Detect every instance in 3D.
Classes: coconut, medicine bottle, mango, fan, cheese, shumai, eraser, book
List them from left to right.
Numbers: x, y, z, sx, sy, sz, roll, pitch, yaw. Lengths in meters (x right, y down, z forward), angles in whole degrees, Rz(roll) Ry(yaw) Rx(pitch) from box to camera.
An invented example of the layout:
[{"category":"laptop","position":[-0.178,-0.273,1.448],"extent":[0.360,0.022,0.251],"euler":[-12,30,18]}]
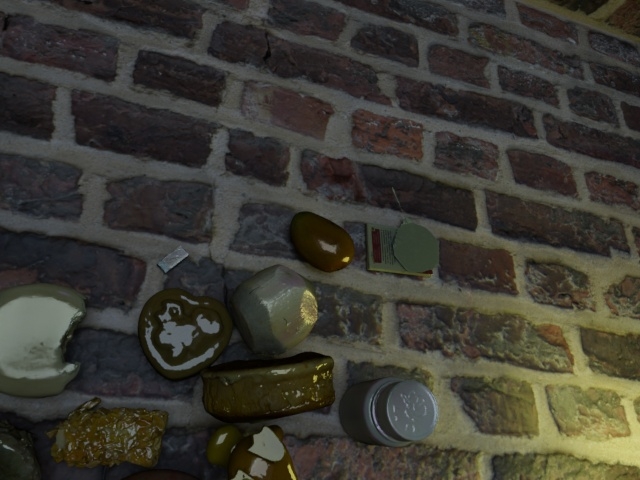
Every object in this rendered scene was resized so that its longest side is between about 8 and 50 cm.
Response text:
[{"category":"shumai","position":[-0.673,0.463,1.016],"extent":[0.201,0.201,0.120],"euler":[33,21,-4]},{"category":"cheese","position":[-0.662,0.228,1.103],"extent":[0.234,0.127,0.265],"euler":[13,67,-14]},{"category":"eraser","position":[-0.411,0.054,1.317],"extent":[0.038,0.019,0.083],"euler":[48,63,1]},{"category":"coconut","position":[-0.112,0.180,1.263],"extent":[0.231,0.227,0.227],"euler":[-25,79,-26]},{"category":"mango","position":[-0.001,0.005,1.425],"extent":[0.221,0.120,0.151],"euler":[32,59,3]},{"category":"medicine bottle","position":[0.170,0.438,1.216],"extent":[0.170,0.293,0.169],"euler":[6,67,-15]},{"category":"book","position":[0.258,0.031,1.557],"extent":[0.232,0.022,0.162],"euler":[7,65,-16]},{"category":"fan","position":[0.294,-0.039,1.580],"extent":[0.182,0.010,0.309],"euler":[-12,75,-25]}]

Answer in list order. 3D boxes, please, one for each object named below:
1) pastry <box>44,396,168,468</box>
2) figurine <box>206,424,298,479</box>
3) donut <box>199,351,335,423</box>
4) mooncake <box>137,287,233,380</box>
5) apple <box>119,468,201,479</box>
[{"category":"pastry","position":[-0.488,0.443,1.092],"extent":[0.250,0.102,0.154],"euler":[11,66,-15]},{"category":"figurine","position":[-0.150,0.519,1.094],"extent":[0.215,0.228,0.214],"euler":[3,84,-34]},{"category":"donut","position":[-0.122,0.361,1.152],"extent":[0.331,0.330,0.159],"euler":[-3,82,-20]},{"category":"mooncake","position":[-0.352,0.243,1.213],"extent":[0.235,0.117,0.234],"euler":[8,65,-19]},{"category":"apple","position":[-0.337,0.644,0.973],"extent":[0.345,0.269,0.344],"euler":[7,66,-16]}]
